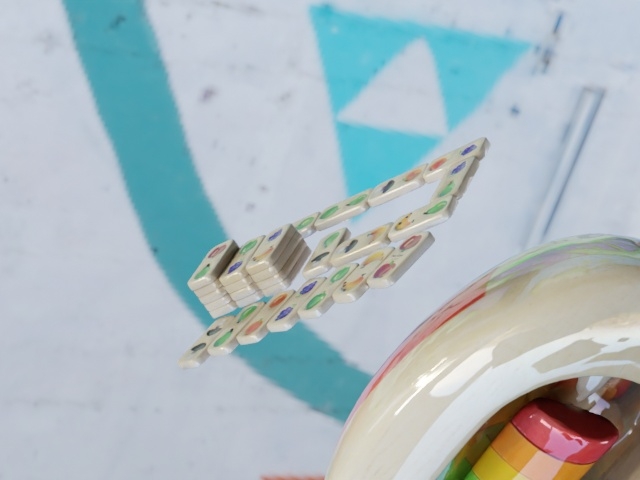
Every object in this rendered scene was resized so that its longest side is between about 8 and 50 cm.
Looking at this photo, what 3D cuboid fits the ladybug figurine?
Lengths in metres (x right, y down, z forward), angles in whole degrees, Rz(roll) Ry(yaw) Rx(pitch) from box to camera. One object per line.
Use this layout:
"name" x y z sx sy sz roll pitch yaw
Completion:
"ladybug figurine" 0.159 0.159 1.364 0.305 0.449 0.162 23 -148 -28

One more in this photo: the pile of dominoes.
"pile of dominoes" 0.000 0.000 1.302 0.040 0.251 0.196 54 -144 -17
